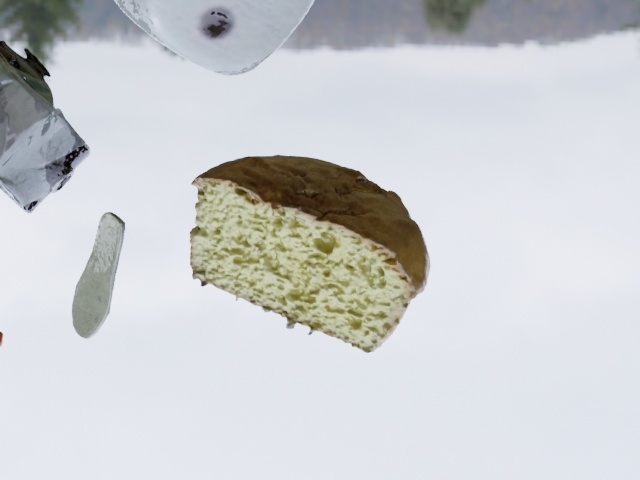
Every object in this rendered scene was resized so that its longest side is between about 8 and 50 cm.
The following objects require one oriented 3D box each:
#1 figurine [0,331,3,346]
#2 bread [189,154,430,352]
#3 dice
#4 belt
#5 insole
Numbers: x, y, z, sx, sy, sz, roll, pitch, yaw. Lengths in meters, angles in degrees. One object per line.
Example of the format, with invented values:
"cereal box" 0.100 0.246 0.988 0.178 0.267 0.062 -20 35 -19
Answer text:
"figurine" -0.556 0.160 1.800 0.241 0.306 0.412 17 163 -4
"bread" 0.000 0.000 1.874 0.340 0.194 0.179 22 -150 15
"dice" -0.121 -0.316 1.572 0.194 0.192 0.193 29 -161 -36
"belt" -0.420 -0.178 1.748 0.289 0.164 0.184 43 172 3
"insole" -0.296 0.050 1.861 0.063 0.192 0.010 32 -152 27
